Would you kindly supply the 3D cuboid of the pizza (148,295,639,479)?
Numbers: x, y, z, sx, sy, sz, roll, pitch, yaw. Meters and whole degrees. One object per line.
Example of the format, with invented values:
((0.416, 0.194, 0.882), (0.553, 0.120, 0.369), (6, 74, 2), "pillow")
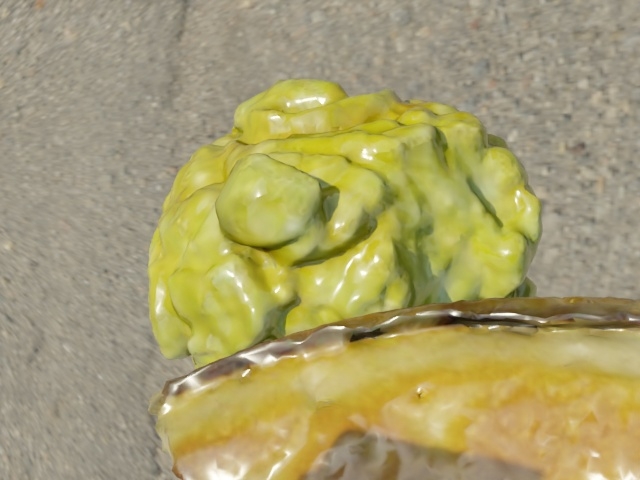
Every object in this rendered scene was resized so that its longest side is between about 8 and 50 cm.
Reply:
((0.117, 0.218, 0.485), (0.439, 0.130, 0.406), (2, 71, 22), "pizza")

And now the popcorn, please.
((0.000, 0.000, 0.917), (0.250, 0.241, 0.235), (-5, 75, -38), "popcorn")
